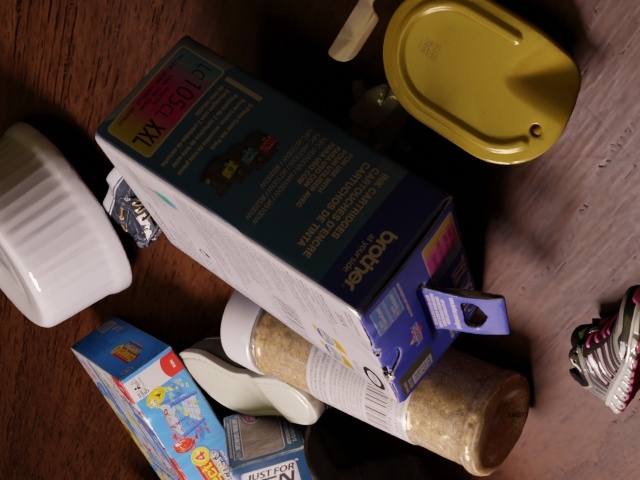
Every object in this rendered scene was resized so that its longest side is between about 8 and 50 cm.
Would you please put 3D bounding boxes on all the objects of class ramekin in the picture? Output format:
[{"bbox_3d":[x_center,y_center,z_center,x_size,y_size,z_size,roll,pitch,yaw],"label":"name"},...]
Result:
[{"bbox_3d":[-0.395,-0.013,1.833,0.277,0.135,0.277,44,157,24],"label":"ramekin"}]

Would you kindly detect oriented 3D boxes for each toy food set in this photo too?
[{"bbox_3d":[0.129,-0.159,1.142,0.218,0.071,0.128,36,123,17],"label":"toy food set"}]

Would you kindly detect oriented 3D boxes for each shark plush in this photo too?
[{"bbox_3d":[0.063,-0.089,1.307,0.067,0.073,0.161,4,129,11],"label":"shark plush"}]

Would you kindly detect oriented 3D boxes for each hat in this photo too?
[{"bbox_3d":[0.095,0.356,1.642,0.331,0.134,0.331,-23,-90,-88],"label":"hat"}]

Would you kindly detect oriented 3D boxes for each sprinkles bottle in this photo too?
[{"bbox_3d":[0.055,0.142,1.486,0.355,0.121,0.121,22,140,33],"label":"sprinkles bottle"}]

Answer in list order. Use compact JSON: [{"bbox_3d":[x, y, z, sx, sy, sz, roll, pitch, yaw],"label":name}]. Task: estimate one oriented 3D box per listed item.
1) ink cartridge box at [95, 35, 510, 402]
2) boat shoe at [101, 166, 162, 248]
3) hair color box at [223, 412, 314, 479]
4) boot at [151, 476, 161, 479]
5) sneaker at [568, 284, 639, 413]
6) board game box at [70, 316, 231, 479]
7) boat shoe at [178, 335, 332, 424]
[{"bbox_3d":[0.000,0.000,1.317,0.395,0.151,0.270,35,168,23],"label":"ink cartridge box"},{"bbox_3d":[-0.227,-0.054,1.699,0.083,0.065,0.183,45,156,5],"label":"boat shoe"},{"bbox_3d":[-0.033,0.404,1.750,0.174,0.105,0.347,-115,10,-75],"label":"hair color box"},{"bbox_3d":[-0.172,0.529,2.196,0.377,0.138,0.284,-14,113,47],"label":"boot"},{"bbox_3d":[0.269,0.095,1.237,0.075,0.063,0.170,27,148,21],"label":"sneaker"},{"bbox_3d":[-0.219,0.274,1.946,0.302,0.086,0.308,59,163,-16],"label":"board game box"},{"bbox_3d":[-0.075,0.165,1.718,0.305,0.091,0.109,4,135,54],"label":"boat shoe"}]
